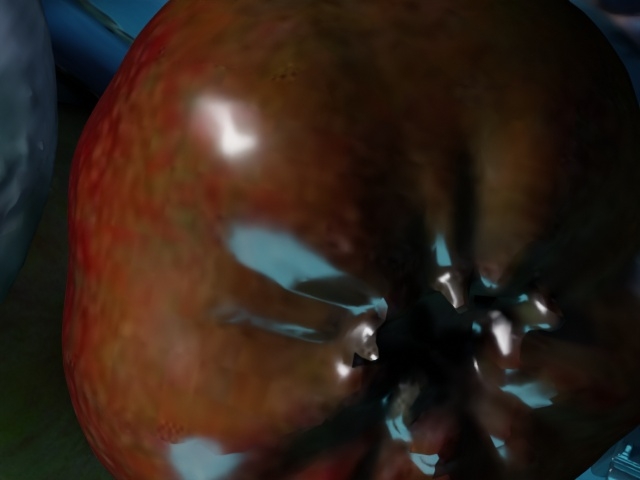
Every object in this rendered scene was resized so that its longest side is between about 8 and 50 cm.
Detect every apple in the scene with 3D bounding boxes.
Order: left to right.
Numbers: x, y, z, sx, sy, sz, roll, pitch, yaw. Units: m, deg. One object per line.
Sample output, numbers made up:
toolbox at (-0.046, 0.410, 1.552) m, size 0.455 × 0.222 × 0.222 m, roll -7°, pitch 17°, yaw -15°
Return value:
apple at (-0.181, 0.048, 0.833) m, size 0.234 × 0.256 × 0.257 m, roll -2°, pitch 151°, yaw 35°

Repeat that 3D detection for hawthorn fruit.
hawthorn fruit at (0.000, 0.000, 0.510) m, size 0.208 × 0.208 × 0.248 m, roll 33°, pitch 179°, yaw -25°

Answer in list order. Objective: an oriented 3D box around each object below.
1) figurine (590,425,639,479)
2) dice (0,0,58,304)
figurine at (0.197, 0.126, 0.848) m, size 0.075 × 0.068 × 0.140 m, roll 19°, pitch 161°, yaw 15°
dice at (-0.340, -0.051, 0.593) m, size 0.348 × 0.330 × 0.328 m, roll 11°, pitch 151°, yaw 45°
